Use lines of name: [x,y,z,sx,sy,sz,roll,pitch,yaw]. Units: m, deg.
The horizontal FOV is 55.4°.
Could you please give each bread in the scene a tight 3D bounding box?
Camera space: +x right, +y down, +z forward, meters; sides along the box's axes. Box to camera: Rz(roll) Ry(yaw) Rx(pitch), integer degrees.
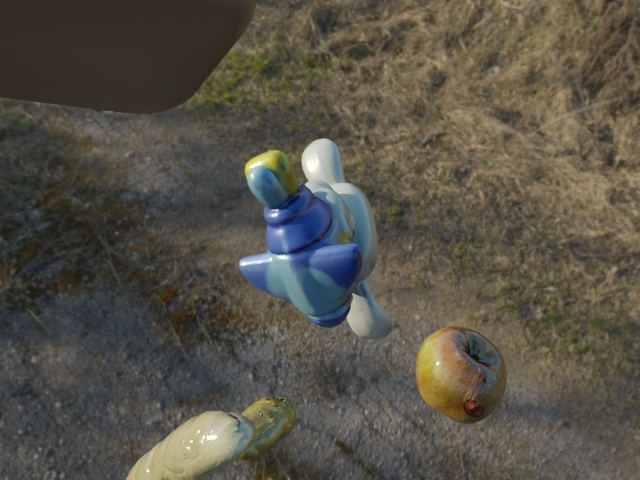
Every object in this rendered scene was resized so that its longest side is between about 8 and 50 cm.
bread: [-0.141,0.220,0.626,0.053,0.214,0.073,52,35,1]

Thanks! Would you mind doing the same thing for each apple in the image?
apple: [0.186,0.178,0.819,0.126,0.102,0.126,19,37,-16]

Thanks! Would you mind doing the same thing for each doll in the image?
doll: [-0.007,0.005,1.015,0.376,0.187,0.365,56,19,11]

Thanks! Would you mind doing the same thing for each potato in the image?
potato: [-0.119,0.373,1.225,0.107,0.080,0.170,-3,21,44]

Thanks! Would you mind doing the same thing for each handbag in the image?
handbag: [-0.225,-0.193,0.470,0.302,0.283,0.149,0,70,-29]
